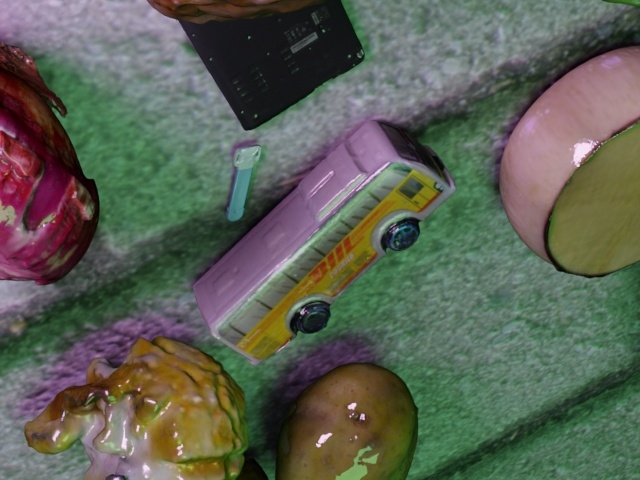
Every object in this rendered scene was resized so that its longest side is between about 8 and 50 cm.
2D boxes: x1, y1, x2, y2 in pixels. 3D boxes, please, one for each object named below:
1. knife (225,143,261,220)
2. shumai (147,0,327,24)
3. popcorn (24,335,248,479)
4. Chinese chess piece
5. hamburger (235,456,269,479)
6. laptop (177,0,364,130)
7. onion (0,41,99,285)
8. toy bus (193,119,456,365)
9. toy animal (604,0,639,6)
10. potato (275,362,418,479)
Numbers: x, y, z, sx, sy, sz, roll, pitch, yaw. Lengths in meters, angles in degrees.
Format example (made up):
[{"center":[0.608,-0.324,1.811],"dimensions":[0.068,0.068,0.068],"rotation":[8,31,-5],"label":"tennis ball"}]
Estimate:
[{"center":[-0.074,-0.053,1.368],"dimensions":[0.027,0.010,0.096],"rotation":[-13,141,-26],"label":"knife"},{"center":[-0.014,-0.321,1.027],"dimensions":[0.346,0.217,0.283],"rotation":[-34,113,-8],"label":"shumai"},{"center":[-0.178,0.188,1.437],"dimensions":[0.212,0.198,0.198],"rotation":[17,128,-6],"label":"popcorn"},{"center":[0.309,-0.080,1.539],"dimensions":[0.257,0.104,0.257],"rotation":[-20,142,-17],"label":"Chinese chess piece"},{"center":[-0.124,0.378,1.695],"dimensions":[0.144,0.157,0.283],"rotation":[-8,139,-29],"label":"hamburger"},{"center":[-0.041,-0.176,1.249],"dimensions":[0.129,0.016,0.180],"rotation":[-33,142,-1],"label":"laptop"},{"center":[-0.255,-0.071,1.086],"dimensions":[0.163,0.230,0.230],"rotation":[-60,151,-24],"label":"onion"},{"center":[0.000,0.000,1.421],"dimensions":[0.268,0.092,0.106],"rotation":[-43,132,13],"label":"toy bus"},{"center":[0.273,-0.299,1.287],"dimensions":[0.103,0.100,0.208],"rotation":[0,146,-5],"label":"toy animal"},{"center":[0.027,0.238,1.651],"dimensions":[0.197,0.148,0.228],"rotation":[-42,156,-10],"label":"potato"}]
